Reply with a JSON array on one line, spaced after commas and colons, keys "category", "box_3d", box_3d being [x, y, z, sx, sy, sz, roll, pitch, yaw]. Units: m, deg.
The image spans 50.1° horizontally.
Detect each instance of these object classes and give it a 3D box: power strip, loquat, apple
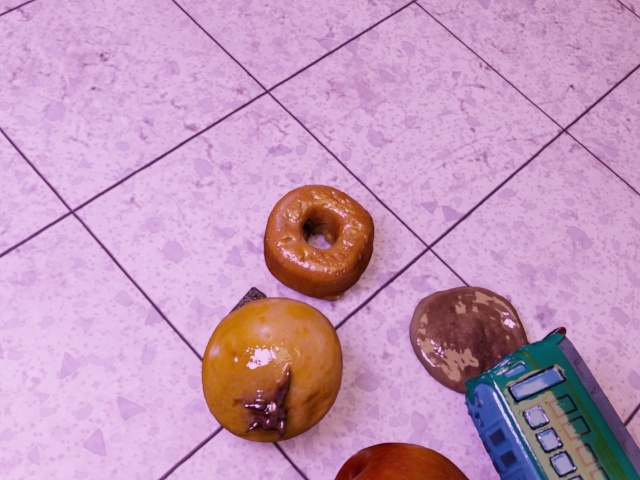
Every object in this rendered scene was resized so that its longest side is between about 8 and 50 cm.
[{"category": "power strip", "box_3d": [-0.144, 0.136, 1.257, 0.038, 0.029, 0.111, 37, 64, 9]}, {"category": "loquat", "box_3d": [-0.079, 0.213, 1.115, 0.244, 0.244, 0.243, 5, 62, -9]}, {"category": "apple", "box_3d": [0.124, 0.452, 1.009, 0.317, 0.288, 0.288, 36, 61, -3]}]

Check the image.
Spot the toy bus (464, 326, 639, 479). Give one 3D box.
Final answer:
[{"category": "toy bus", "box_3d": [0.382, 0.338, 1.123, 0.200, 0.183, 0.343, -17, 62, -15]}]

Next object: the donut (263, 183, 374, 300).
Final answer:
[{"category": "donut", "box_3d": [-0.002, 0.000, 1.310, 0.227, 0.113, 0.226, 4, 63, -7]}]

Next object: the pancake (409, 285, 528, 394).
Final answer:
[{"category": "pancake", "box_3d": [0.292, 0.182, 1.307, 0.242, 0.050, 0.241, 5, 62, -10]}]
